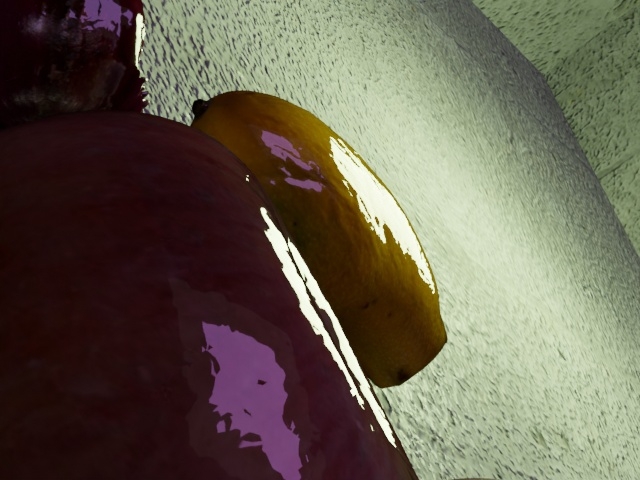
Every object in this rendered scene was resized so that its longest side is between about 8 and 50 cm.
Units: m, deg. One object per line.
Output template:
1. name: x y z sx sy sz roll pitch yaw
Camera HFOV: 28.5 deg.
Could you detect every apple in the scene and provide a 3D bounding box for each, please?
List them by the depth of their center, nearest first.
1. apple: -0.102 0.117 0.588 0.345 0.269 0.345 60 1 -2

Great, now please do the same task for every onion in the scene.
1. onion: -0.211 -0.159 0.886 0.135 0.173 0.198 6 63 -40

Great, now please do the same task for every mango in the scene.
1. mango: 0.001 -0.002 1.151 0.359 0.144 0.187 44 33 -39

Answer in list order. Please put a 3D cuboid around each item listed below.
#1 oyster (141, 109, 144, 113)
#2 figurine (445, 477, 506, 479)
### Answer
1. oyster: -0.183 -0.111 1.048 0.148 0.051 0.103 59 8 -9
2. figurine: 0.098 0.256 0.730 0.261 0.269 0.211 -113 -171 -51
